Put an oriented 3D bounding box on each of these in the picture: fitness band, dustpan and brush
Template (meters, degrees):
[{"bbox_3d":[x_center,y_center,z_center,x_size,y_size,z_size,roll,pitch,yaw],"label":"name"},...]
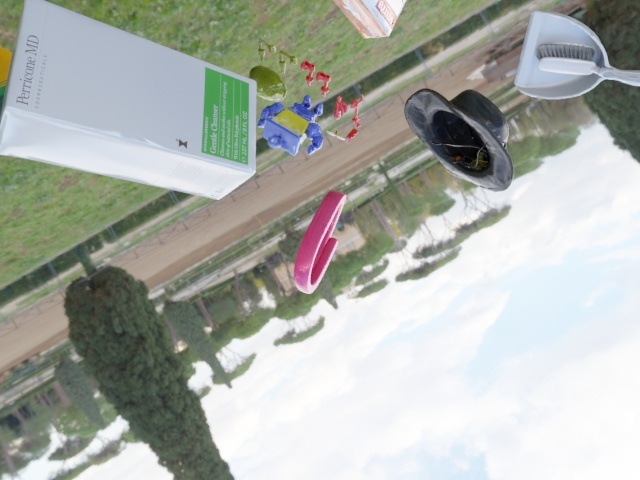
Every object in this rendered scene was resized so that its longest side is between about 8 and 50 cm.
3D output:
[{"bbox_3d":[0.000,0.000,1.263,0.209,0.054,0.291,91,20,-55],"label":"fitness band"},{"bbox_3d":[0.436,-0.286,0.788,0.147,0.211,0.060,83,28,-49],"label":"dustpan and brush"}]

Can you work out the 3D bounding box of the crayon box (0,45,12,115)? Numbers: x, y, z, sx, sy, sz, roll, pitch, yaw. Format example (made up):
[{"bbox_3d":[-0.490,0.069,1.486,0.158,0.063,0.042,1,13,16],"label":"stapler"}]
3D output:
[{"bbox_3d":[-0.608,-0.271,0.722,0.081,0.278,0.165,-30,-134,35],"label":"crayon box"}]

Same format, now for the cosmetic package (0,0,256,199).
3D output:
[{"bbox_3d":[-0.301,-0.209,0.794,0.365,0.197,0.155,9,160,-36],"label":"cosmetic package"}]

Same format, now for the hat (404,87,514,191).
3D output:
[{"bbox_3d":[0.375,-0.278,1.200,0.134,0.331,0.331,-47,-177,-6],"label":"hat"}]

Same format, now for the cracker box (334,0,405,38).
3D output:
[{"bbox_3d":[0.104,-0.499,0.838,0.067,0.156,0.232,19,-99,45],"label":"cracker box"}]

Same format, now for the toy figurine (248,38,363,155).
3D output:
[{"bbox_3d":[-0.092,-0.342,1.285,0.217,0.362,0.191,-54,173,-30],"label":"toy figurine"}]
